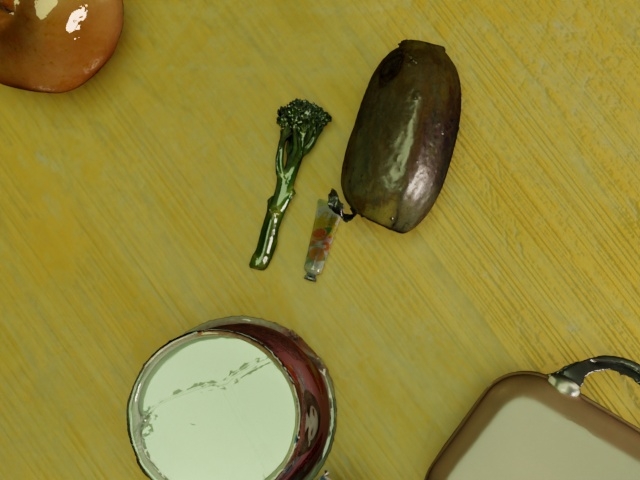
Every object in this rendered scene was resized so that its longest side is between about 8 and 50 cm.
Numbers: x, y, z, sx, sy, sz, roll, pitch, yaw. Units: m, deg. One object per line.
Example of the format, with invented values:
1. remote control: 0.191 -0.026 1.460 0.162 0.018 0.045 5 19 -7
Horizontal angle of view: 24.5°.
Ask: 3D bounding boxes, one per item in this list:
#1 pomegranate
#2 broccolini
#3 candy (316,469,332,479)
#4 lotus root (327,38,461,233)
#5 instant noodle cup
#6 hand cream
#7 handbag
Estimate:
1. pomegranate: -0.343 -0.274 1.778 0.209 0.209 0.209 0 84 4
2. broccolini: -0.049 -0.069 1.799 0.067 0.058 0.216 19 86 3
3. candy: 0.010 0.322 1.702 0.073 0.160 0.092 27 80 3
4. lotus root: 0.102 -0.123 1.760 0.123 0.124 0.241 17 87 21
5. instant noodle cup: -0.105 0.201 1.688 0.243 0.231 0.243 0 84 3
6. hand cream: 0.000 0.000 1.808 0.035 0.022 0.102 14 80 10
7. handbag: 0.298 0.266 1.696 0.302 0.149 0.283 30 89 9
